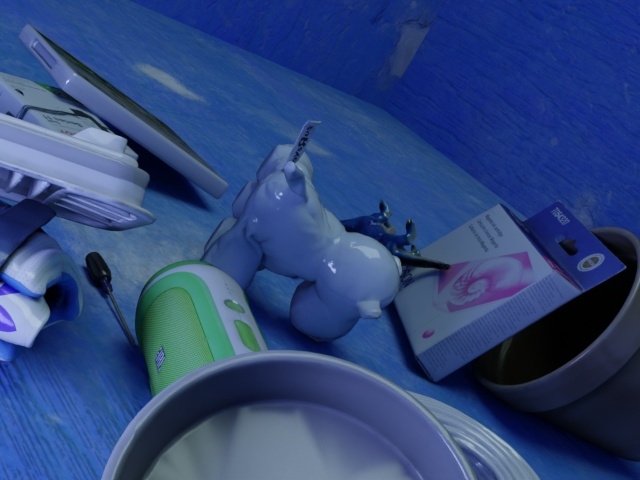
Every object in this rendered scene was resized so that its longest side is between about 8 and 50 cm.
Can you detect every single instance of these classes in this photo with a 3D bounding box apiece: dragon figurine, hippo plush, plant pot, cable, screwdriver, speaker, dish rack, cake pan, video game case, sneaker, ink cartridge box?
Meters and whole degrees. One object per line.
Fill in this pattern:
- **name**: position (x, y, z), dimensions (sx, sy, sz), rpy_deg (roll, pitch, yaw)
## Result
- **dragon figurine**: position (0.088, 0.018, 1.671), dimensions (0.289, 0.144, 0.085), rpy_deg (42, -25, 41)
- **hippo plush**: position (0.000, 0.000, 1.359), dimensions (0.236, 0.294, 0.234), rpy_deg (35, 36, -10)
- **plant pot**: position (0.449, 0.186, 1.568), dimensions (0.280, 0.323, 0.323), rpy_deg (42, 11, -17)
- **cable**: position (0.128, 0.257, 1.056), dimensions (0.257, 0.089, 0.257), rpy_deg (33, 19, 7)
- **screwdriver**: position (-0.240, 0.069, 1.151), dimensions (0.024, 0.025, 0.170), rpy_deg (18, 28, -40)
- **speaker**: position (-0.105, 0.132, 0.975), dimensions (0.131, 0.131, 0.296), rpy_deg (22, 17, -27)
- **dish rack**: position (-0.331, -0.093, 0.986), dimensions (0.332, 0.072, 0.285), rpy_deg (18, -8, -20)
- **cake pan**: position (-0.019, 0.218, 0.743), dimensions (0.293, 0.054, 0.293), rpy_deg (7, 50, -9)
- **video game case**: position (-0.328, -0.214, 1.658), dimensions (0.329, 0.036, 0.300), rpy_deg (36, 4, -38)
- **sneaker**: position (-0.350, 0.013, 0.883), dimensions (0.236, 0.130, 0.322), rpy_deg (30, 7, 24)
- **ink cartridge box**: position (-0.381, -0.146, 1.427), dimensions (0.208, 0.087, 0.153), rpy_deg (40, 18, 34)
- **ink cartridge box**: position (0.272, 0.048, 1.593), dimensions (0.071, 0.330, 0.324), rpy_deg (55, 7, -19)
